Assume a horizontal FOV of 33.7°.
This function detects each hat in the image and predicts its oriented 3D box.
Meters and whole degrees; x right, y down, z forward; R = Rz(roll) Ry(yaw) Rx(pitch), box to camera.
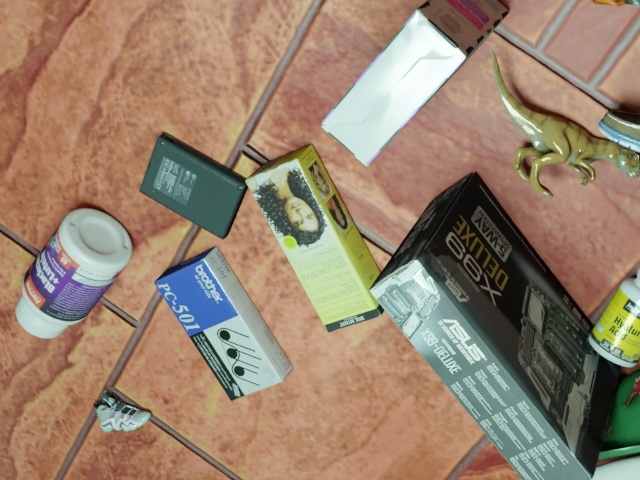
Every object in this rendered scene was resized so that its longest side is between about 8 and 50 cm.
[{"bbox_3d":[0.379,0.162,1.274,0.209,0.173,0.183,-11,76,7],"label":"hat"}]

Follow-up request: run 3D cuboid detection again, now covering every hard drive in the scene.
[{"bbox_3d":[-0.169,-0.071,1.408,0.135,0.022,0.094,30,123,7],"label":"hard drive"}]

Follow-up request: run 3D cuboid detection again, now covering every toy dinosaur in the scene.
[{"bbox_3d":[0.255,-0.117,1.191,0.211,0.064,0.112,28,105,-2],"label":"toy dinosaur"}]

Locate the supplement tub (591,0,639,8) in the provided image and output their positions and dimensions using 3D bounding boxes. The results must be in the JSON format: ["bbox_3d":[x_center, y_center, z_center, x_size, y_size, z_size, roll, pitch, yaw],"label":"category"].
[{"bbox_3d":[0.417,-0.291,0.935,0.338,0.207,0.207,5,117,20],"label":"supplement tub"}]

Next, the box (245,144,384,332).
[{"bbox_3d":[0.000,0.000,1.351,0.087,0.058,0.232,-21,106,30],"label":"box"}]

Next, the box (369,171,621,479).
[{"bbox_3d":[0.209,0.100,1.203,0.076,0.242,0.307,-34,98,33],"label":"box"}]

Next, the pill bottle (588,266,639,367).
[{"bbox_3d":[0.367,0.084,1.227,0.065,0.065,0.116,29,111,8],"label":"pill bottle"}]

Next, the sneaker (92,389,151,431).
[{"bbox_3d":[-0.312,0.258,1.627,0.098,0.038,0.069,-15,109,28],"label":"sneaker"}]

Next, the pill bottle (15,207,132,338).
[{"bbox_3d":[-0.357,0.053,1.500,0.108,0.108,0.193,42,123,-1],"label":"pill bottle"}]

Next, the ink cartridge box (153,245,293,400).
[{"bbox_3d":[-0.135,0.118,1.476,0.097,0.046,0.207,-24,104,29],"label":"ink cartridge box"}]

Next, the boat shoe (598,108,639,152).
[{"bbox_3d":[0.391,-0.122,1.123,0.183,0.066,0.066,12,115,6],"label":"boat shoe"}]

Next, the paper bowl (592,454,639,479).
[{"bbox_3d":[0.404,0.345,1.253,0.284,0.148,0.284,-4,152,-2],"label":"paper bowl"}]

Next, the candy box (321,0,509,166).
[{"bbox_3d":[0.104,-0.187,1.127,0.070,0.196,0.165,42,124,-1],"label":"candy box"}]
